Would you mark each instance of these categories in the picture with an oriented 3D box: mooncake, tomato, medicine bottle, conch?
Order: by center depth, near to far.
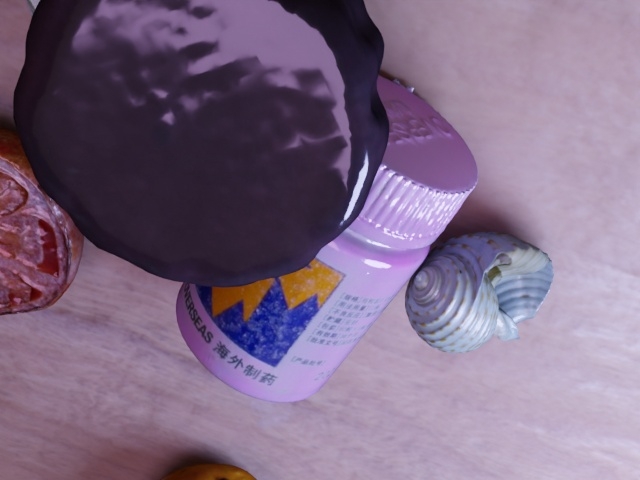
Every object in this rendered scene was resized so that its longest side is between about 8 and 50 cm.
[{"bbox_3d":[-0.083,-0.106,0.819,0.283,0.141,0.283,6,119,11],"label":"mooncake"},{"bbox_3d":[0.000,0.000,1.008,0.178,0.178,0.291,33,122,-4],"label":"medicine bottle"},{"bbox_3d":[0.148,0.043,1.028,0.102,0.153,0.135,50,116,24],"label":"conch"},{"bbox_3d":[-0.361,-0.023,1.148,0.236,0.095,0.237,5,119,9],"label":"tomato"}]

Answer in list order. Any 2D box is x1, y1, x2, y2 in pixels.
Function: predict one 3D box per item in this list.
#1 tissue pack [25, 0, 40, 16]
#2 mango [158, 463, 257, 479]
[{"bbox_3d":[-0.116,-0.215,0.935,0.229,0.159,0.145,-7,116,19],"label":"tissue pack"},{"bbox_3d":[-0.151,0.344,1.275,0.219,0.112,0.145,-35,109,31],"label":"mango"}]
